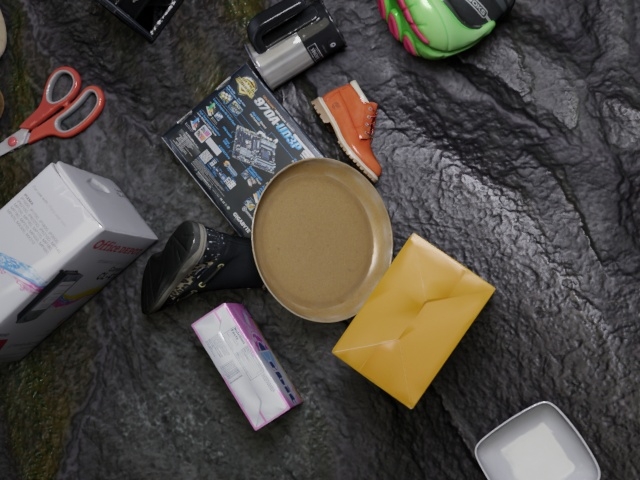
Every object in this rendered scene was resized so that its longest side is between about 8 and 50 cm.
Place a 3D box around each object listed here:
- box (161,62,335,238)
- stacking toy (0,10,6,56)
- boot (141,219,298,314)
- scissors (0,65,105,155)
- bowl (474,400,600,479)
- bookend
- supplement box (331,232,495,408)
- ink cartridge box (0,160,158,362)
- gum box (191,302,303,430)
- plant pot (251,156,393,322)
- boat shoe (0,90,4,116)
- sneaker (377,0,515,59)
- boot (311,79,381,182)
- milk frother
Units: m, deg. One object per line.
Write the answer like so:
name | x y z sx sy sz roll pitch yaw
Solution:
box | -0.108 -0.130 1.403 0.175 0.051 0.220 -41 80 5
stacking toy | -0.681 -0.312 1.489 0.330 0.141 0.141 -14 84 16
boot | -0.157 0.055 1.369 0.178 0.236 0.085 8 59 -28
scissors | -0.475 -0.160 1.484 0.297 0.021 0.109 -42 80 4
bowl | 0.304 0.310 1.298 0.142 0.053 0.142 -35 80 6
bookend | -0.263 -0.400 1.397 0.072 0.156 0.157 37 92 11
supplement box | 0.135 0.108 1.270 0.129 0.194 0.191 35 92 11
ink cartridge box | -0.420 0.043 1.357 0.306 0.226 0.131 -40 81 6
gum box | -0.107 0.177 1.352 0.062 0.107 0.188 -33 81 6
plant pot | 0.000 0.000 1.326 0.236 0.032 0.236 4 82 -31
boat shoe | -0.623 -0.145 1.477 0.109 0.098 0.302 39 94 -34
sneaker | 0.133 -0.498 1.349 0.202 0.185 0.483 -22 85 -10
boot | 0.060 -0.164 1.375 0.084 0.059 0.158 -31 80 1
milk frother | -0.053 -0.325 1.396 0.134 0.129 0.143 -30 39 6
